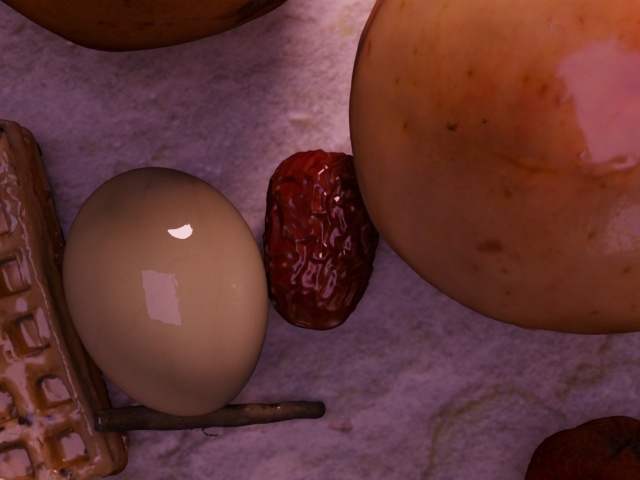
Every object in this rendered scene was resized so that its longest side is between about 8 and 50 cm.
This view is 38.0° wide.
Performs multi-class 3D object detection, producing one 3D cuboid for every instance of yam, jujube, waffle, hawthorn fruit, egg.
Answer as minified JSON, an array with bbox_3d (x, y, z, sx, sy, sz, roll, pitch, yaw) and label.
[{"bbox_3d":[-0.102,0.172,0.904,0.234,0.027,0.029,2,55,-23],"label":"yam"},{"bbox_3d":[0.000,0.000,0.913,0.112,0.109,0.176,3,85,18],"label":"jujube"},{"bbox_3d":[-0.358,0.088,0.921,0.261,0.114,0.376,-19,86,-2],"label":"waffle"},{"bbox_3d":[0.276,0.270,0.861,0.179,0.179,0.200,-1,103,2],"label":"hawthorn fruit"},{"bbox_3d":[-0.142,0.046,0.871,0.186,0.186,0.241,-21,70,1],"label":"egg"}]

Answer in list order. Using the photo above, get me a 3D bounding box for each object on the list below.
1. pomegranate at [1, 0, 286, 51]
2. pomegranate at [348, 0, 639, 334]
[{"bbox_3d":[-0.142,-0.368,0.796,0.417,0.416,0.416,0,87,2],"label":"pomegranate"},{"bbox_3d":[0.215,-0.092,0.780,0.412,0.411,0.411,0,87,2],"label":"pomegranate"}]
